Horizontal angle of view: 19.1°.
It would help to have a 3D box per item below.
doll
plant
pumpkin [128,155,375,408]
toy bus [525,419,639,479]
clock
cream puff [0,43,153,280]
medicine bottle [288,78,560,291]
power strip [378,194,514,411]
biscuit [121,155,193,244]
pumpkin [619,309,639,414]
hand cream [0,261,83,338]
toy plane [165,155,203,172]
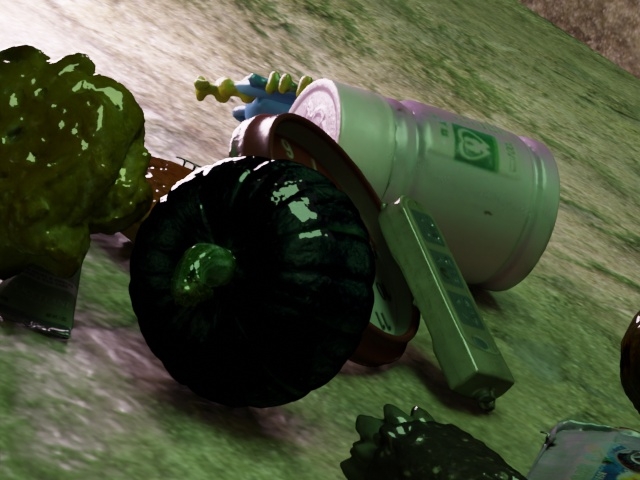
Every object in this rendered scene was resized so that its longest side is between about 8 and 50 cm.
[{"bbox_3d":[0.025,-0.149,2.636,0.341,0.098,0.346,14,-5,32],"label":"doll"},{"bbox_3d":[0.097,0.230,1.702,0.129,0.132,0.194,14,9,-38],"label":"plant"},{"bbox_3d":[-0.077,0.036,1.821,0.248,0.248,0.248,21,19,-8],"label":"pumpkin"},{"bbox_3d":[0.255,0.266,1.850,0.138,0.112,0.317,17,16,12],"label":"toy bus"},{"bbox_3d":[0.000,0.000,2.136,0.318,0.080,0.318,49,23,-29],"label":"clock"},{"bbox_3d":[-0.284,-0.072,1.868,0.196,0.244,0.244,56,-1,-33],"label":"cream puff"},{"bbox_3d":[0.118,-0.068,2.430,0.325,0.212,0.212,14,21,-23],"label":"medicine bottle"},{"bbox_3d":[0.137,0.062,2.164,0.080,0.048,0.286,23,36,-51],"label":"power strip"},{"bbox_3d":[-0.216,-0.047,2.188,0.432,0.064,0.283,36,16,28],"label":"biscuit"},{"bbox_3d":[0.432,0.185,2.032,0.139,0.222,0.317,32,-25,57],"label":"pumpkin"},{"bbox_3d":[-0.276,0.027,1.946,0.086,0.055,0.235,18,26,-5],"label":"hand cream"},{"bbox_3d":[-0.154,-0.065,2.362,0.145,0.037,0.060,25,22,7],"label":"toy plane"}]
